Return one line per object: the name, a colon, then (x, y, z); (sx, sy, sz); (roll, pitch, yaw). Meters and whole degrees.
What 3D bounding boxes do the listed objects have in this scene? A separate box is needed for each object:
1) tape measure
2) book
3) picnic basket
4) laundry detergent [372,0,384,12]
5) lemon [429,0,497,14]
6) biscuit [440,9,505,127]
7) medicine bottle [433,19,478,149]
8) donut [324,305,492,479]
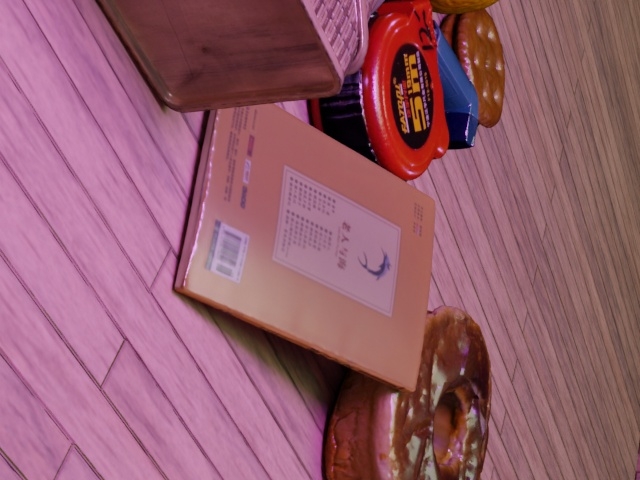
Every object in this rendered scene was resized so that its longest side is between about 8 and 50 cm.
tape measure: (0.079, -0.202, 1.625); (0.260, 0.114, 0.253); (-33, 117, -57)
book: (0.000, 0.000, 1.405); (0.389, 0.032, 0.268); (29, 60, -39)
picnic basket: (-0.095, -0.293, 1.154); (0.313, 0.228, 0.175); (61, 38, -40)
laundry detergent: (-0.017, -0.336, 1.401); (0.091, 0.181, 0.253); (57, 13, 27)
lemon: (0.192, -0.453, 1.736); (0.320, 0.245, 0.245); (-33, 117, -73)
biscuit: (0.263, -0.298, 2.066); (0.220, 0.066, 0.220); (21, 66, -62)
medicine bottle: (0.178, -0.252, 1.868); (0.258, 0.079, 0.124); (50, 49, -50)
donut: (0.123, 0.252, 1.627); (0.330, 0.160, 0.330); (6, 83, -52)
